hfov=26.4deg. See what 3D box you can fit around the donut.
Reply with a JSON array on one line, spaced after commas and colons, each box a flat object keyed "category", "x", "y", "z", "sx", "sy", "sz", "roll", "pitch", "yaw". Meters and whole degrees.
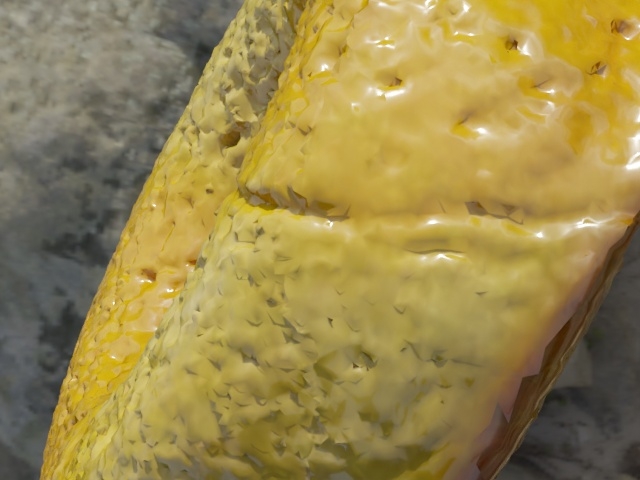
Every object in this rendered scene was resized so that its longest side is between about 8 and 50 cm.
[{"category": "donut", "x": 0.000, "y": 0.000, "z": 0.465, "sx": 0.110, "sy": 0.303, "sz": 0.303, "roll": 28, "pitch": 104, "yaw": -13}]
